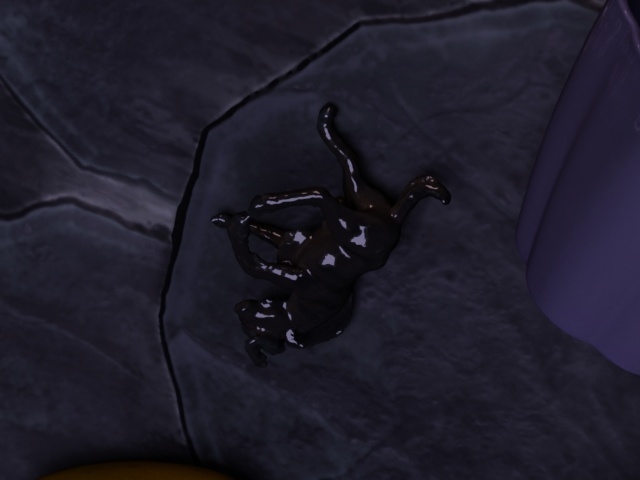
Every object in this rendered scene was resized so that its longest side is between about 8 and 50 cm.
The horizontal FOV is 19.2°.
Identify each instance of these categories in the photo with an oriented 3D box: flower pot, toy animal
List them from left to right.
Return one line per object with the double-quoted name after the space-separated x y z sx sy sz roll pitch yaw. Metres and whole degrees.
0.000 0.000 1.582 0.148 0.084 0.233 41 114 -14 "toy animal"
0.280 -0.036 1.398 0.265 0.265 0.243 30 125 4 "flower pot"

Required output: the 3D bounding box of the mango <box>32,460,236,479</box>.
-0.170 0.266 1.697 0.253 0.113 0.138 -8 103 11 "mango"
